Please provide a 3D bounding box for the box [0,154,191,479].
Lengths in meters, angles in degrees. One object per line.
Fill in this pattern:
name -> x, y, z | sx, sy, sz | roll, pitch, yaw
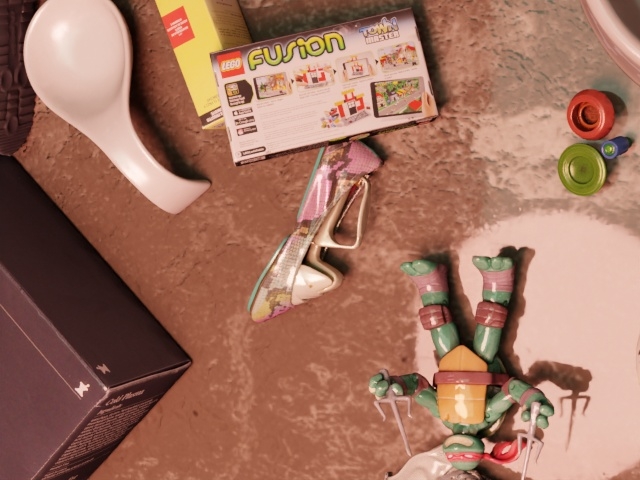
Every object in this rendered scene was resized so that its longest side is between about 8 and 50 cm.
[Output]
box -> -0.381, 0.131, 1.424 | 0.343, 0.179, 0.312 | 47, 111, 13

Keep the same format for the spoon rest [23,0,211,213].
spoon rest -> -0.228, -0.153, 1.384 | 0.137, 0.084, 0.276 | -39, 80, 19

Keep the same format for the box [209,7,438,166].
box -> 0.003, -0.151, 1.260 | 0.207, 0.036, 0.114 | -13, 86, -3

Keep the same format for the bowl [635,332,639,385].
bowl -> 0.362, 0.096, 1.120 | 0.170, 0.080, 0.170 | -6, 69, 16

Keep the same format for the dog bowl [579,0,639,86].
dog bowl -> 0.378, -0.275, 1.103 | 0.349, 0.102, 0.349 | 2, 95, 24

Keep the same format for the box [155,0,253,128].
box -> -0.123, -0.233, 1.331 | 0.058, 0.087, 0.232 | -22, 87, 24

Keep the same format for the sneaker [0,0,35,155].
sneaker -> -0.394, -0.260, 1.432 | 0.131, 0.112, 0.319 | 9, 97, 20

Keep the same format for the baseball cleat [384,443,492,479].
baseball cleat -> 0.158, 0.253, 1.261 | 0.206, 0.072, 0.109 | -5, 86, 20

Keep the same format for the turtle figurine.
turtle figurine -> 0.136, 0.135, 1.236 | 0.175, 0.118, 0.234 | -2, 79, 9

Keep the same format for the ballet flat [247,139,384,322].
ballet flat -> 0.000, 0.000, 1.308 | 0.079, 0.077, 0.221 | 29, 101, 15

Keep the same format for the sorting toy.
sorting toy -> 0.263, -0.093, 1.206 | 0.061, 0.042, 0.102 | 18, 114, 37
